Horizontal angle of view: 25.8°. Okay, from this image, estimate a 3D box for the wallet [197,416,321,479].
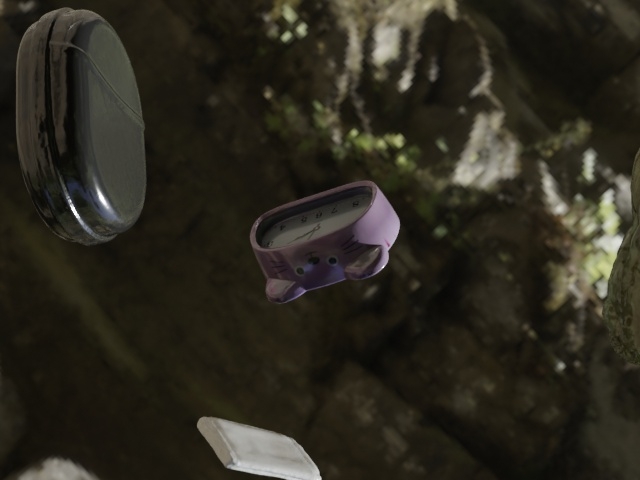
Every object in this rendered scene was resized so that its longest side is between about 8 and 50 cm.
[{"bbox_3d":[-0.091,0.312,2.065,0.183,0.124,0.032,20,105,-39],"label":"wallet"}]

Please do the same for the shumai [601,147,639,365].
[{"bbox_3d":[0.332,-0.028,1.249,0.222,0.203,0.272,-16,-151,50],"label":"shumai"}]

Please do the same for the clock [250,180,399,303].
[{"bbox_3d":[0.000,0.000,1.416,0.153,0.050,0.110,-18,-149,18],"label":"clock"}]

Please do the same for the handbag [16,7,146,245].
[{"bbox_3d":[-0.298,-0.145,1.784,0.093,0.308,0.254,-10,160,14],"label":"handbag"}]
